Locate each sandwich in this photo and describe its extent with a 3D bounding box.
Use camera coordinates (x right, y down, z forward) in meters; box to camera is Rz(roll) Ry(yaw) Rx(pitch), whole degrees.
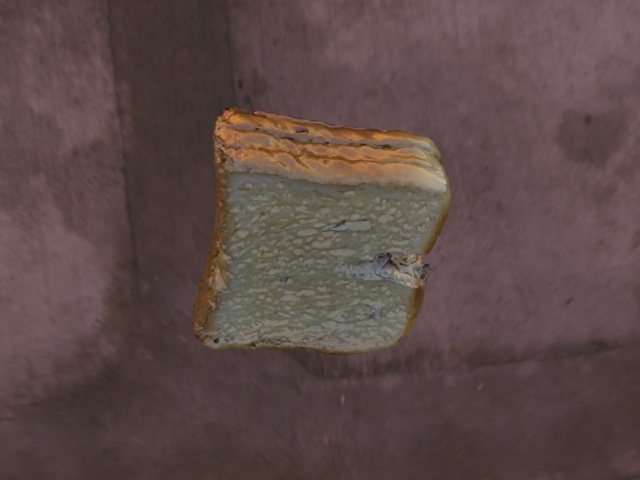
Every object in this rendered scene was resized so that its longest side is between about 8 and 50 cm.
[{"bbox_3d":[0.000,0.001,1.460,0.249,0.273,0.095,4,44,-8],"label":"sandwich"}]
